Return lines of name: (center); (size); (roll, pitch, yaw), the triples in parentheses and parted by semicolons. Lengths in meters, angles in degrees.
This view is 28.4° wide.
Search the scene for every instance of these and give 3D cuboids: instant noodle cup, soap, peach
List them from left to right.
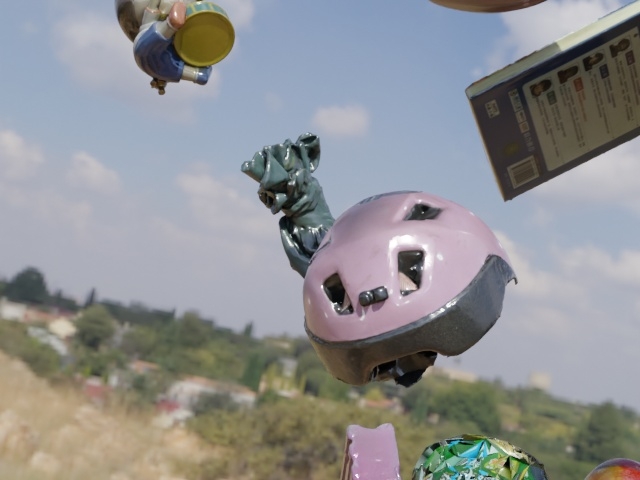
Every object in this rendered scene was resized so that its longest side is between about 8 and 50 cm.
soap: (0.064, 0.346, 1.699); (0.065, 0.122, 0.203); (-1, -39, -6)
instant noodle cup: (0.230, 0.436, 1.902); (0.240, 0.240, 0.178); (11, 35, 12)
peach: (0.445, 0.388, 1.839); (0.151, 0.151, 0.118); (12, -12, -6)

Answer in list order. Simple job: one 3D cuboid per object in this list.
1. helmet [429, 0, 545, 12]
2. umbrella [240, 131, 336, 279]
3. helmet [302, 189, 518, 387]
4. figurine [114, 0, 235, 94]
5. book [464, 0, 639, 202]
helmet: (0.275, -0.441, 1.858); (0.338, 0.197, 0.271); (1, -12, 15)
umbrella: (0.003, -0.001, 1.987); (0.143, 0.349, 0.094); (-30, 14, -23)
helmet: (0.071, 0.026, 1.176); (0.198, 0.154, 0.253); (-19, 25, 18)
figurine: (-0.239, -0.357, 1.998); (0.158, 0.275, 0.161); (-22, -46, -6)
book: (0.472, -0.252, 2.165); (0.428, 0.039, 0.300); (-26, -40, 2)
